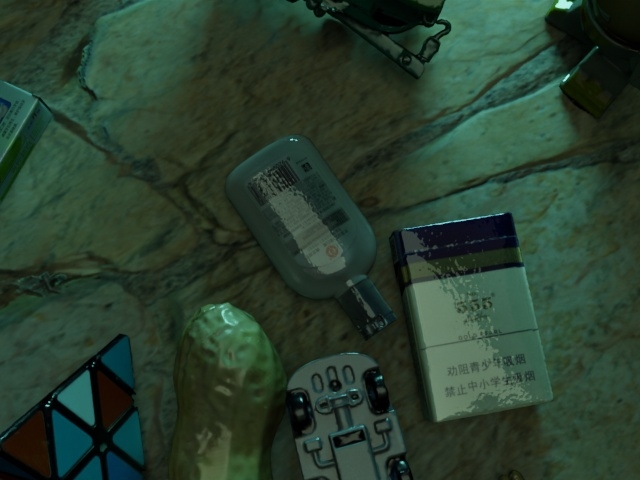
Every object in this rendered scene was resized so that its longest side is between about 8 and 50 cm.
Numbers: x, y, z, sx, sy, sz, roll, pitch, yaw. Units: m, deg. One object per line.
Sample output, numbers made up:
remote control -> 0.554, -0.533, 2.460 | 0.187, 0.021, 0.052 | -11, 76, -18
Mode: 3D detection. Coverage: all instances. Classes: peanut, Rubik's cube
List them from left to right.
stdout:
Rubik's cube -> -0.273, 0.290, 0.852 | 0.284, 0.250, 0.234 | -40, 94, -14
peanut -> -0.115, 0.236, 0.895 | 0.149, 0.149, 0.314 | 3, 81, -1

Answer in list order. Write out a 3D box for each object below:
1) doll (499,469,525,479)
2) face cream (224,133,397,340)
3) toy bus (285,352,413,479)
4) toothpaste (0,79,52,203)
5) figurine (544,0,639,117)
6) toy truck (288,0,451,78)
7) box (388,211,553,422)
doll -> 0.266, 0.343, 0.926 | 0.061, 0.051, 0.093 | -7, 80, -32
face cream -> 0.000, 0.000, 0.977 | 0.144, 0.071, 0.291 | -35, 81, -7
toy bus -> 0.033, 0.248, 0.893 | 0.126, 0.136, 0.210 | -14, 79, -5
toothpaste -> -0.487, -0.057, 0.975 | 0.081, 0.067, 0.337 | 25, 79, 3
figurine -> 0.415, -0.320, 0.952 | 0.167, 0.285, 0.343 | -27, 82, -9
toy truck -> 0.024, -0.383, 1.005 | 0.363, 0.176, 0.178 | 27, 101, 1
box -> 0.196, 0.099, 0.964 | 0.168, 0.071, 0.260 | -8, 78, -4
